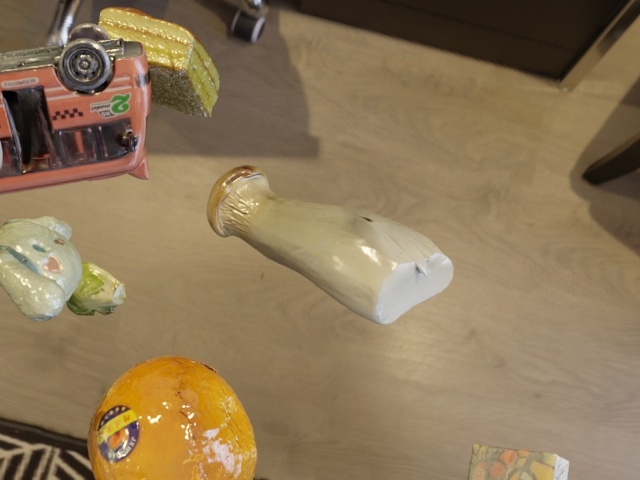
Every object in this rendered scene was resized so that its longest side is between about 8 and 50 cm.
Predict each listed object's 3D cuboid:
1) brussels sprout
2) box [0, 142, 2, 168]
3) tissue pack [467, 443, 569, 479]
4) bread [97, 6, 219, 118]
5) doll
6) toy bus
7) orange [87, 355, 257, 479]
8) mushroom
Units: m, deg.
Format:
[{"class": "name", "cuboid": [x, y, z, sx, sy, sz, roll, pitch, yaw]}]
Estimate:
[{"class": "brussels sprout", "cuboid": [-0.500, 0.103, 1.815, 0.181, 0.139, 0.100, 18, 51, 39]}, {"class": "box", "cuboid": [-0.497, -0.090, 0.944, 0.262, 0.291, 0.206, 13, 47, 9]}, {"class": "tissue pack", "cuboid": [0.168, 0.213, 0.730, 0.035, 0.083, 0.063, 30, 65, -45]}, {"class": "bread", "cuboid": [-0.294, -0.328, 1.551, 0.184, 0.234, 0.111, 17, 79, 7]}, {"class": "doll", "cuboid": [-0.305, 0.024, 0.900, 0.103, 0.214, 0.072, 32, 103, -21]}, {"class": "toy bus", "cuboid": [-0.469, -0.188, 1.293, 0.426, 0.203, 0.233, -10, 113, -9]}, {"class": "orange", "cuboid": [-0.181, 0.253, 1.033, 0.193, 0.219, 0.219, -40, 79, 22]}, {"class": "mushroom", "cuboid": [0.000, 0.000, 1.114, 0.328, 0.159, 0.122, 25, 97, 28]}]
